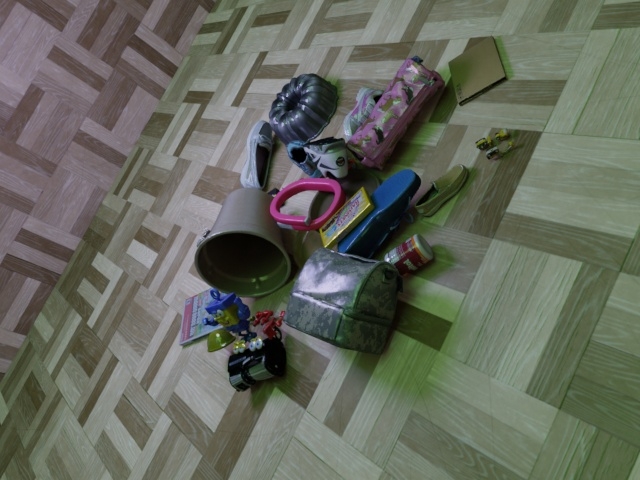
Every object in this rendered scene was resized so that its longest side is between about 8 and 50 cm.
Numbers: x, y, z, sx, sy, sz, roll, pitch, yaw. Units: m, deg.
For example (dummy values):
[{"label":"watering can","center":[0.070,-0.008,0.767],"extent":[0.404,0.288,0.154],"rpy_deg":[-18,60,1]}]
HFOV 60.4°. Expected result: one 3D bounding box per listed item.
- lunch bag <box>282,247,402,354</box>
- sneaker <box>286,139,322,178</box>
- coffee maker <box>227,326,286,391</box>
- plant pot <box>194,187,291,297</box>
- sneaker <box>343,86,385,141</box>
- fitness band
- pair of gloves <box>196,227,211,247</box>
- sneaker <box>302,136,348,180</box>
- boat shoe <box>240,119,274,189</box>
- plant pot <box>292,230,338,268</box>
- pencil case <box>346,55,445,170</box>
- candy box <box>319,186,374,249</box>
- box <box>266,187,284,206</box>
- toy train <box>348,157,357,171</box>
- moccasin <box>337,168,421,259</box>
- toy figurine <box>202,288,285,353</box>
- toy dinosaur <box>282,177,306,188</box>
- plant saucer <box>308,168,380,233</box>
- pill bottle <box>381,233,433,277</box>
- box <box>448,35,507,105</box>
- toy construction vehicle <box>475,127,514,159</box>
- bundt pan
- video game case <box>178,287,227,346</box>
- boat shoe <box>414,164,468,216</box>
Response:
[{"label":"lunch bag","center":[0.070,0.162,1.579],"extent":[0.305,0.212,0.256],"rpy_deg":[14,88,49]},{"label":"sneaker","center":[-0.072,-0.339,2.122],"extent":[0.104,0.125,0.262],"rpy_deg":[-51,41,7]},{"label":"coffee maker","center":[-0.206,0.397,1.818],"extent":[0.178,0.120,0.171],"rpy_deg":[-28,20,29]},{"label":"plant pot","center":[-0.263,-0.015,1.997],"extent":[0.333,0.333,0.306],"rpy_deg":[-31,35,27]},{"label":"sneaker","center":[0.167,-0.449,1.973],"extent":[0.111,0.103,0.253],"rpy_deg":[4,69,48]},{"label":"fitness band","center":[-0.047,-0.129,1.884],"extent":[0.290,0.054,0.209],"rpy_deg":[8,56,41]},{"label":"pair of gloves","center":[-0.401,-0.047,2.221],"extent":[0.042,0.204,0.240],"rpy_deg":[40,92,17]},{"label":"sneaker","center":[0.022,-0.284,1.933],"extent":[0.122,0.146,0.330],"rpy_deg":[-18,17,-5]},{"label":"boat shoe","center":[-0.252,-0.360,2.330],"extent":[0.103,0.118,0.321],"rpy_deg":[1,70,38]},{"label":"plant pot","center":[0.000,0.000,1.909],"extent":[0.236,0.032,0.237],"rpy_deg":[-24,50,32]},{"label":"pencil case","center":[0.245,-0.415,1.837],"extent":[0.160,0.167,0.386],"rpy_deg":[38,95,14]},{"label":"candy box","center":[0.080,-0.068,1.721],"extent":[0.206,0.027,0.105],"rpy_deg":[-44,35,20]},{"label":"box","center":[-0.189,-0.157,2.181],"extent":[0.083,0.052,0.062],"rpy_deg":[-30,48,30]},{"label":"toy train","center":[0.073,-0.273,2.003],"extent":[0.125,0.046,0.166],"rpy_deg":[-42,40,3]},{"label":"moccasin","center":[0.193,-0.071,1.705],"extent":[0.342,0.116,0.138],"rpy_deg":[-47,30,19]},{"label":"toy figurine","center":[-0.301,0.238,1.848],"extent":[0.362,0.217,0.191],"rpy_deg":[-19,24,46]},{"label":"toy dinosaur","center":[-0.090,-0.211,2.108],"extent":[0.082,0.090,0.047],"rpy_deg":[-57,45,52]},{"label":"plant saucer","center":[0.085,-0.124,1.861],"extent":[0.277,0.041,0.278],"rpy_deg":[-20,46,22]},{"label":"pill bottle","center":[0.243,0.055,1.591],"extent":[0.152,0.086,0.086],"rpy_deg":[-36,45,24]},{"label":"box","center":[0.501,-0.546,1.765],"extent":[0.164,0.021,0.201],"rpy_deg":[-26,49,31]},{"label":"toy construction vehicle","center":[0.504,-0.274,1.585],"extent":[0.098,0.035,0.086],"rpy_deg":[-29,37,26]},{"label":"bundt pan","center":[-0.090,-0.556,2.280],"extent":[0.330,0.124,0.331],"rpy_deg":[-25,49,32]},{"label":"video game case","center":[-0.455,0.288,2.184],"extent":[0.285,0.025,0.204],"rpy_deg":[-25,50,32]},{"label":"boat shoe","center":[0.355,-0.155,1.622],"extent":[0.190,0.072,0.068],"rpy_deg":[-51,41,8]}]
